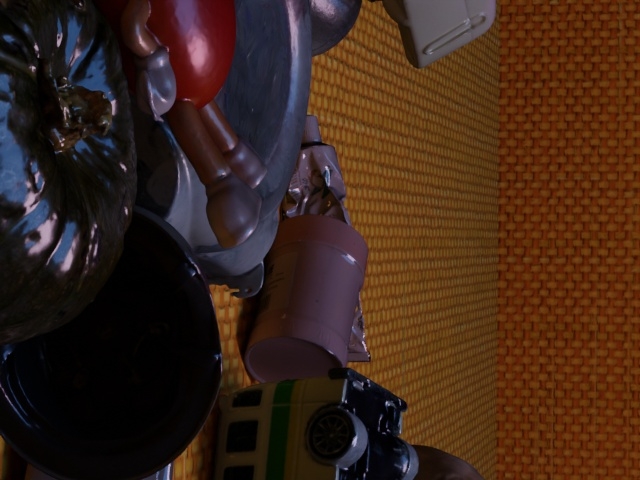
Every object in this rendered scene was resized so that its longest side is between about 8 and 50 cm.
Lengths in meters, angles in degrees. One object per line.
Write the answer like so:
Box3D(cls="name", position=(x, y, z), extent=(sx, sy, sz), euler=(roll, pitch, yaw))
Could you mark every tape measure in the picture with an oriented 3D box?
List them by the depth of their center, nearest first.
Box3D(cls="tape measure", position=(-0.104, -0.111, 1.255), extent=(0.256, 0.147, 0.275), euler=(31, 64, -72))

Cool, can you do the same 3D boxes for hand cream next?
Box3D(cls="hand cream", position=(0.000, 0.000, 1.855), extent=(0.050, 0.084, 0.257), euler=(-36, 122, -83))

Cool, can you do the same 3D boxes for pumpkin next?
Box3D(cls="pumpkin", position=(-0.175, -0.051, 0.924), extent=(0.223, 0.157, 0.224), euler=(-9, 90, -70))

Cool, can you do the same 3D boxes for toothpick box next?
Box3D(cls="toothpick box", position=(-0.012, 0.062, 1.747), extent=(0.098, 0.098, 0.149), euler=(75, 20, -48))

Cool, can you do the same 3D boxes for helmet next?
Box3D(cls="helmet", position=(-0.138, 0.049, 1.128), extent=(0.107, 0.153, 0.177), euler=(-98, -176, -68))

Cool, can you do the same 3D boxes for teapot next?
Box3D(cls="teapot", position=(-0.026, -0.251, 1.665), extent=(0.108, 0.111, 0.149), euler=(38, 58, -58))

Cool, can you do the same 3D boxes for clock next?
Box3D(cls="clock", position=(0.043, -0.340, 1.729), extent=(0.324, 0.108, 0.265), euler=(58, -2, 25))

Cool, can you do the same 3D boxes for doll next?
Box3D(cls="doll", position=(-0.086, -0.115, 1.042), extent=(0.183, 0.085, 0.217), euler=(-85, 157, -72))

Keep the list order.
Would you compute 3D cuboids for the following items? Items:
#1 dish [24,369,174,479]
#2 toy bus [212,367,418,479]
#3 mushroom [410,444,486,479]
Box3D(cls="dish", position=(-0.144, 0.121, 1.235), extent=(0.151, 0.077, 0.212), euler=(47, 45, -71))
Box3D(cls="toy bus", position=(-0.017, 0.261, 1.595), extent=(0.133, 0.164, 0.276), euler=(36, 55, -55))
Box3D(cls="mushroom", position=(0.056, 0.290, 1.843), extent=(0.243, 0.243, 0.243), euler=(1, 90, -77))
